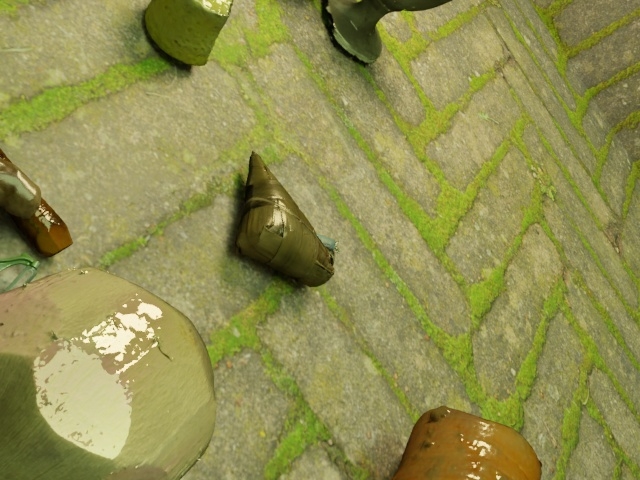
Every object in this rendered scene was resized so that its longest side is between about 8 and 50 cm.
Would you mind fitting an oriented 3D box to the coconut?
[{"bbox_3d":[-0.219,0.143,0.552,0.227,0.227,0.230,61,29,0],"label":"coconut"}]

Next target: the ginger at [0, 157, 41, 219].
[{"bbox_3d":[-0.415,-0.040,0.544,0.333,0.080,0.166,-33,98,-41],"label":"ginger"}]

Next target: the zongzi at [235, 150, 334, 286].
[{"bbox_3d":[-0.048,-0.028,0.951,0.160,0.079,0.176,36,37,-36],"label":"zongzi"}]

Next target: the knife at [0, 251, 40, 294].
[{"bbox_3d":[-0.364,0.004,0.630,0.166,0.023,0.078,39,44,-15],"label":"knife"}]

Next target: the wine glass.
[{"bbox_3d":[0.173,-0.506,1.244,0.191,0.357,0.190,27,47,-34],"label":"wine glass"}]

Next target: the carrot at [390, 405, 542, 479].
[{"bbox_3d":[0.160,0.385,0.804,0.224,0.224,0.340,51,41,-12],"label":"carrot"}]

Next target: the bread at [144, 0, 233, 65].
[{"bbox_3d":[-0.188,-0.334,0.951,0.111,0.114,0.129,24,48,-28],"label":"bread"}]

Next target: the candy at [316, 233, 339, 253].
[{"bbox_3d":[0.000,0.000,1.019,0.083,0.020,0.030,17,57,-41],"label":"candy"}]

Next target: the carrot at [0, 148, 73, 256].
[{"bbox_3d":[-0.329,-0.057,0.693,0.170,0.042,0.042,54,40,-5],"label":"carrot"}]
